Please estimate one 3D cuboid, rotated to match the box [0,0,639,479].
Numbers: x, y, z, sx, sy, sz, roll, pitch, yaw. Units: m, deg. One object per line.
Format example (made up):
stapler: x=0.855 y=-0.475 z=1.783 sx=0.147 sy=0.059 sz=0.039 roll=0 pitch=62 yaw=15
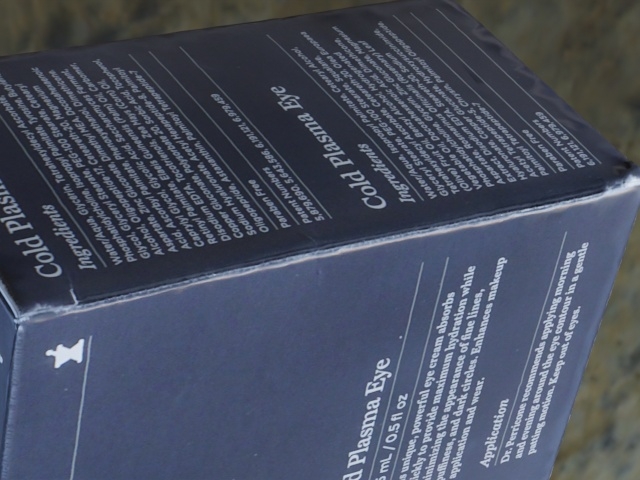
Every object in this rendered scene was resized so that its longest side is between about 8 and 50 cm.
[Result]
box: x=-0.054 y=0.082 z=0.968 sx=0.312 sy=0.343 sz=0.179 roll=-12 pitch=42 yaw=-31
